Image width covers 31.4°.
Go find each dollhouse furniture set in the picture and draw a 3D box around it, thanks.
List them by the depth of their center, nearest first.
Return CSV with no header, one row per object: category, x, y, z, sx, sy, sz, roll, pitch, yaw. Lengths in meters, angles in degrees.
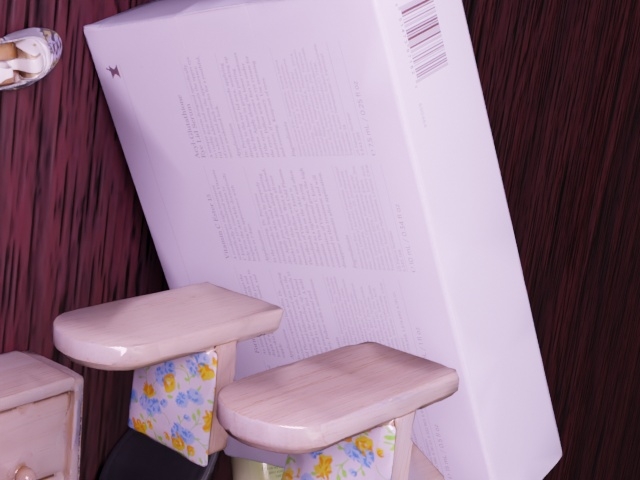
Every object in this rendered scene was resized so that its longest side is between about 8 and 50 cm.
dollhouse furniture set,-0.161,0.217,0.679,0.256,0.394,0.362,-12,113,-50

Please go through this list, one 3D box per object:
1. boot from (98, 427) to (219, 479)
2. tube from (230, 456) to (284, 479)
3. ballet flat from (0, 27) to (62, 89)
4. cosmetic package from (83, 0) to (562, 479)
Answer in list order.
boot,-0.127,0.289,1.032,0.263,0.091,0.229,-68,154,-18
tube,-0.057,0.124,1.030,0.070,0.062,0.240,116,-31,-81
ballet flat,-0.213,-0.118,0.773,0.114,0.041,0.041,-26,124,-45
cosmetic package,0.000,0.000,0.832,0.097,0.284,0.377,-34,117,-43
